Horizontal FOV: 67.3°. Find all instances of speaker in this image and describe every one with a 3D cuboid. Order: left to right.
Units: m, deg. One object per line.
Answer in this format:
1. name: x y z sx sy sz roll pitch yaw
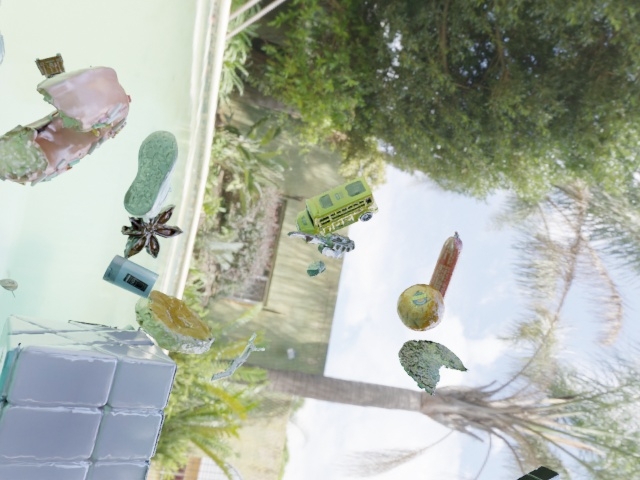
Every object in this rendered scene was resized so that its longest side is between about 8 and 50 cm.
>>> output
1. speaker: 0.405 0.523 0.961 0.044 0.218 0.082 7 -88 51

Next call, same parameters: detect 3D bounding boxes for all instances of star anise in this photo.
1. star anise: -0.614 -0.036 1.748 0.099 0.220 0.214 39 -49 39

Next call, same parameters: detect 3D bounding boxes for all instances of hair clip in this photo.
1. hair clip: -0.285 0.424 1.675 0.226 0.072 0.034 -43 -169 -34

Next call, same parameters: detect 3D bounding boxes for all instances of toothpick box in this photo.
1. toothpick box: -0.340 0.065 0.864 0.052 0.083 0.052 -55 -164 25

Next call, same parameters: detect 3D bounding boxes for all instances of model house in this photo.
1. model house: -0.025 0.131 2.084 0.078 0.066 0.083 -21 -165 23

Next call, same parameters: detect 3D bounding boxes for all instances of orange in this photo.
1. orange: 0.279 0.191 1.345 0.118 0.135 0.136 80 10 -51

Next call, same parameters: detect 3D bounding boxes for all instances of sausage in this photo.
1. sausage: 0.426 0.099 1.644 0.074 0.074 0.274 -117 -138 -71

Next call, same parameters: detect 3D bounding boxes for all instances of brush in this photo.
1. brush: 0.000 0.000 1.499 0.084 0.301 0.071 -26 -115 31

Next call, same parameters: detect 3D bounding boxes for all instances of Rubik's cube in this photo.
1. Rubik's cube: -0.379 0.252 0.732 0.231 0.221 0.225 8 -97 56

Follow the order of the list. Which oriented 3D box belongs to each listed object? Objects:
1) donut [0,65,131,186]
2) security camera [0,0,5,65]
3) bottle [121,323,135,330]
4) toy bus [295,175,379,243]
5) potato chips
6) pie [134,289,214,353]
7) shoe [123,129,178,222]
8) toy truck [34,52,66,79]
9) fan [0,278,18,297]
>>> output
1. donut: -0.381 -0.172 0.729 0.232 0.085 0.199 -31 -166 26
2. security camera: -0.827 -0.480 1.090 0.194 0.194 0.236 -126 -143 -73
3. bottle: -0.776 0.391 1.756 0.217 0.060 0.060 -38 166 -37
4. toy bus: 0.052 -0.122 1.908 0.151 0.331 0.145 65 2 -55
5. potato chips: 0.351 0.382 1.495 0.202 0.219 0.029 58 -39 46
6. pie: -0.544 0.305 1.800 0.083 0.339 0.339 -53 -164 7
7. shoe: -0.543 -0.197 1.586 0.159 0.124 0.316 103 2 -67
8. toy truck: -0.867 -0.538 1.579 0.177 0.080 0.115 20 -50 64
9. fan: -1.071 0.160 1.669 0.003 0.080 0.060 -41 -170 16
